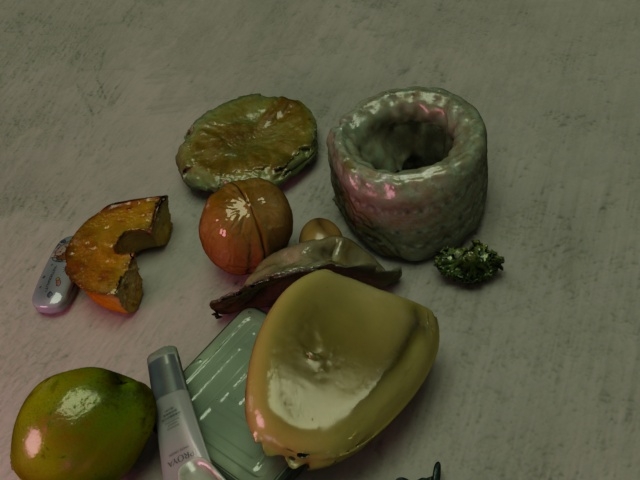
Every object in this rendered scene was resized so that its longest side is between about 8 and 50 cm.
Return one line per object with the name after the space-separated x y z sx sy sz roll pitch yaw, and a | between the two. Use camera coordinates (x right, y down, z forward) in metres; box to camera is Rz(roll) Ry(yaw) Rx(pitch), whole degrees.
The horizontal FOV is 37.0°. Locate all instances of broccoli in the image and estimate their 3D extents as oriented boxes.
0.246 0.033 1.589 0.095 0.092 0.097 -41 68 -7 | broccoli

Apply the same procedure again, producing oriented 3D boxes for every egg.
0.000 0.000 1.688 0.080 0.080 0.096 -16 49 -2 | egg

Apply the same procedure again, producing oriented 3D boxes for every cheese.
0.012 0.190 1.402 0.260 0.128 0.315 18 57 25 | cheese

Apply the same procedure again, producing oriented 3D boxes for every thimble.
0.152 -0.124 1.692 0.292 0.195 0.291 -6 45 6 | thimble

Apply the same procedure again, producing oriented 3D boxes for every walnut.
-0.130 -0.022 1.667 0.165 0.197 0.165 6 60 -10 | walnut

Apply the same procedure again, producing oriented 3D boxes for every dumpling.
-0.034 0.048 1.589 0.332 0.166 0.086 -13 63 2 | dumpling

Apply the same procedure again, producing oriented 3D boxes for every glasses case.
-0.476 0.061 1.773 0.067 0.045 0.178 0 46 14 | glasses case

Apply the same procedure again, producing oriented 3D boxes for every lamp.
-0.098 0.248 1.494 0.269 0.047 0.266 26 59 32 | lamp

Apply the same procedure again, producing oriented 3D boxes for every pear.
-0.348 0.274 1.423 0.220 0.187 0.187 -37 42 19 | pear

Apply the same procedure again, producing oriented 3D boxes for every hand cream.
-0.216 0.270 1.437 0.079 0.048 0.255 -32 45 11 | hand cream

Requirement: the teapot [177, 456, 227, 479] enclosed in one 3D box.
-0.097 0.421 1.263 0.204 0.139 0.298 -32 47 -20 | teapot

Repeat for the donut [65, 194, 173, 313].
-0.378 0.020 1.749 0.152 0.101 0.259 4 49 18 | donut

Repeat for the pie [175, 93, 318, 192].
-0.139 -0.194 1.919 0.307 0.071 0.306 -5 48 6 | pie

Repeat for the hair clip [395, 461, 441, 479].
0.174 0.408 1.286 0.070 0.039 0.229 -20 50 -5 | hair clip
